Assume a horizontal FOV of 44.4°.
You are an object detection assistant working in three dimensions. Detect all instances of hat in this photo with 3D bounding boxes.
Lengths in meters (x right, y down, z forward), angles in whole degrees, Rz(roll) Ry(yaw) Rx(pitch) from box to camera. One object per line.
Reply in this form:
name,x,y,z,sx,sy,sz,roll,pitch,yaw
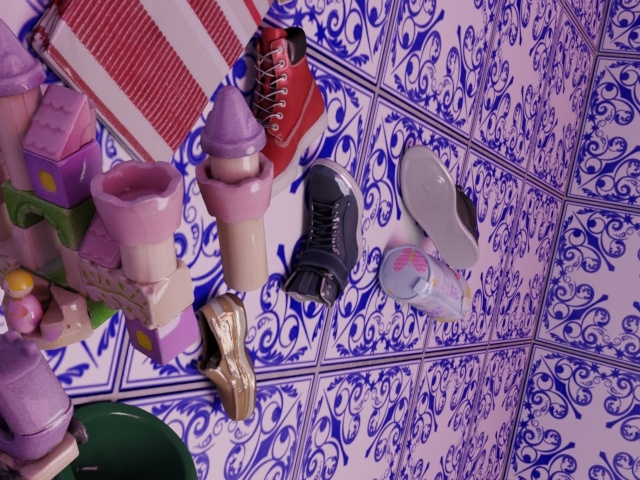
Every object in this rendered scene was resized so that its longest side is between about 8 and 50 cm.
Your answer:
hat,-0.273,0.310,0.902,0.208,0.173,0.183,9,128,-48

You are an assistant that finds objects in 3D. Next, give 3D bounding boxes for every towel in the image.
towel,-0.159,-0.265,0.874,0.329,0.037,0.237,-61,149,-17

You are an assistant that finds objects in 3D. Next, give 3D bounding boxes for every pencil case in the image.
pencil case,0.217,0.093,1.587,0.113,0.124,0.273,-38,150,13

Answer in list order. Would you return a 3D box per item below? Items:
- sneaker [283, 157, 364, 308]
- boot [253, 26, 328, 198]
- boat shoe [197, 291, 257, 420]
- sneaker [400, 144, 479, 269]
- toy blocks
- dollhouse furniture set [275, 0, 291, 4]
sneaker,0.002,0.001,1.215,0.163,0.086,0.226,-54,145,-39
boot,-0.073,-0.173,1.024,0.244,0.088,0.176,-60,147,-42
boat shoe,-0.138,0.168,1.076,0.072,0.068,0.190,-22,110,-42
sneaker,0.239,-0.092,1.594,0.296,0.104,0.147,58,22,-29
toy blocks,-0.224,-0.042,0.611,0.309,0.288,0.260,-42,142,-42
dollhouse furniture set,-0.021,-0.374,1.032,0.091,0.081,0.114,-39,133,-47
